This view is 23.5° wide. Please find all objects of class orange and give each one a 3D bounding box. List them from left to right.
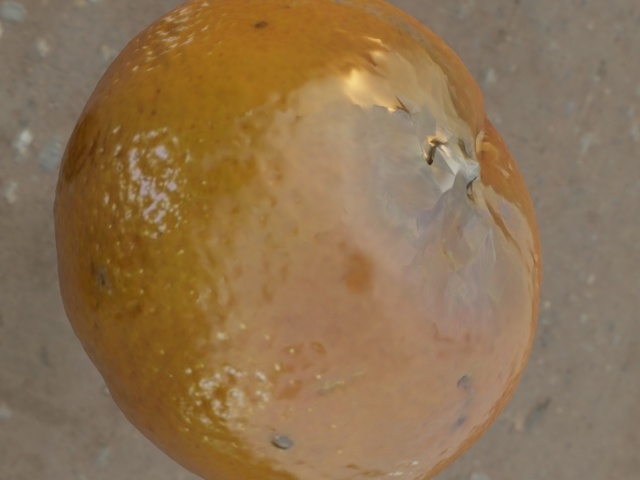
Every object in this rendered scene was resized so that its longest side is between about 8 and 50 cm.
[{"bbox_3d":[0.000,0.000,0.643,0.224,0.170,0.224,20,61,-39],"label":"orange"}]
